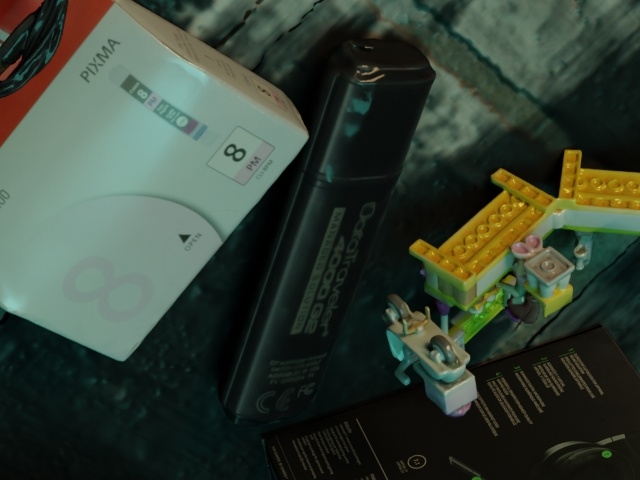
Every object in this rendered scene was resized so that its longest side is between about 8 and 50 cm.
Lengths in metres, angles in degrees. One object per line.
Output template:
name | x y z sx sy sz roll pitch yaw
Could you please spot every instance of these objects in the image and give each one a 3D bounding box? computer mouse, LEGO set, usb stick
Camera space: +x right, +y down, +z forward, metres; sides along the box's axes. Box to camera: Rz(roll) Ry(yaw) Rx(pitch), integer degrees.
computer mouse | -0.102 -0.168 0.891 0.242 0.041 0.071 -41 111 8
LEGO set | 0.169 0.023 1.104 0.287 0.132 0.107 -21 139 -14
usb stick | 0.000 0.000 1.062 0.077 0.045 0.278 -7 128 -37

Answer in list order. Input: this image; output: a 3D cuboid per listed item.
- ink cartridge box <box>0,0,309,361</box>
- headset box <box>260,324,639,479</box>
ink cartridge box | -0.151 -0.050 0.962 0.232 0.066 0.189 27 112 -39
headset box | 0.135 0.208 1.143 0.283 0.246 0.131 -18 129 -10
